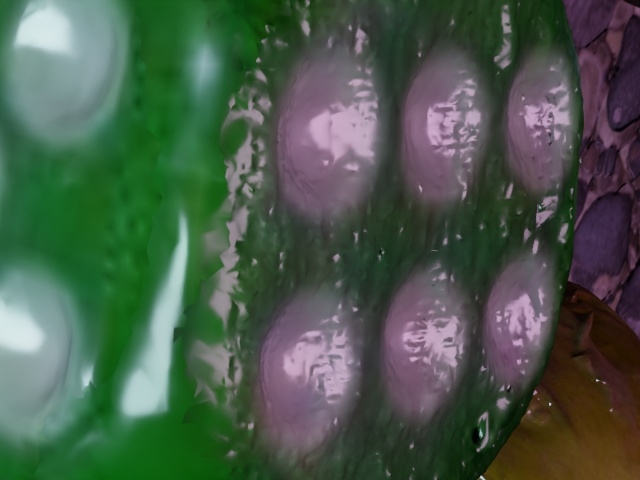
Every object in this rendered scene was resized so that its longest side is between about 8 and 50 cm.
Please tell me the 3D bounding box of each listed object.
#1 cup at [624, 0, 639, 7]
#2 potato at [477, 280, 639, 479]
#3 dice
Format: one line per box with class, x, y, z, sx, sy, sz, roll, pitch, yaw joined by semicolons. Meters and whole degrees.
cup;0.286;-0.258;1.342;0.234;0.186;0.258;-40;161;-22
potato;0.120;0.132;1.221;0.299;0.246;0.196;-46;150;-22
dice;-0.063;-0.029;0.891;0.297;0.300;0.287;-4;107;-50
